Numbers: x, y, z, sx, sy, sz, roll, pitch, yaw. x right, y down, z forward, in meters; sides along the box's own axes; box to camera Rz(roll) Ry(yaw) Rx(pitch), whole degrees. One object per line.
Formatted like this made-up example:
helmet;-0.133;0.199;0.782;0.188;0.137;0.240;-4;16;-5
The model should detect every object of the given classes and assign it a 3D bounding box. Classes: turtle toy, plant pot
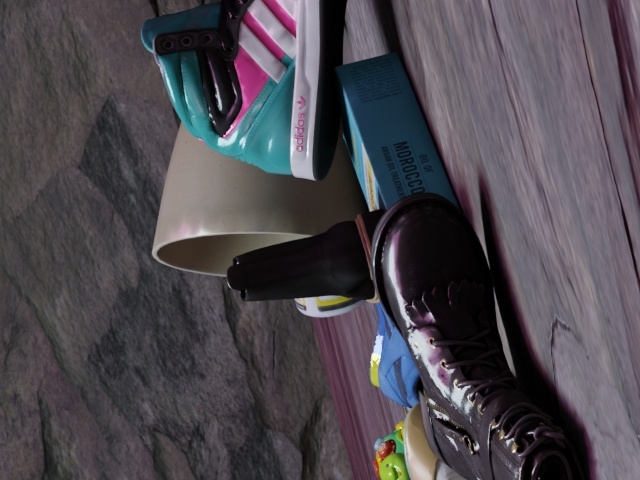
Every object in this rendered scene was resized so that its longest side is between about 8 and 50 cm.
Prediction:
turtle toy;0.101;0.278;2.169;0.130;0.066;0.095;164;91;-86
plant pot;-0.064;-0.112;2.040;0.256;0.257;0.274;94;177;-77

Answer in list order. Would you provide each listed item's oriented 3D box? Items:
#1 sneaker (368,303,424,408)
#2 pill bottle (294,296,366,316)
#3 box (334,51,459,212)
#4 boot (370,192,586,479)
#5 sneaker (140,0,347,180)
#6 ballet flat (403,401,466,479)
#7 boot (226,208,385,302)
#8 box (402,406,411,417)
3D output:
sneaker;0.095;0.078;1.697;0.082;0.069;0.209;29;135;36
pill bottle;0.000;0.000;2.279;0.103;0.103;0.184;-116;12;-68
box;0.074;-0.038;1.494;0.100;0.060;0.244;81;173;-52
boot;0.128;0.108;1.264;0.229;0.091;0.263;-131;22;-68
sneaker;-0.068;-0.208;1.561;0.124;0.178;0.295;-23;-62;-75
ballet flat;0.143;0.263;1.683;0.073;0.080;0.232;3;113;56
boot;-0.012;0.023;1.469;0.198;0.137;0.076;91;164;-76
box;0.106;0.169;1.998;0.094;0.027;0.137;86;169;-61
